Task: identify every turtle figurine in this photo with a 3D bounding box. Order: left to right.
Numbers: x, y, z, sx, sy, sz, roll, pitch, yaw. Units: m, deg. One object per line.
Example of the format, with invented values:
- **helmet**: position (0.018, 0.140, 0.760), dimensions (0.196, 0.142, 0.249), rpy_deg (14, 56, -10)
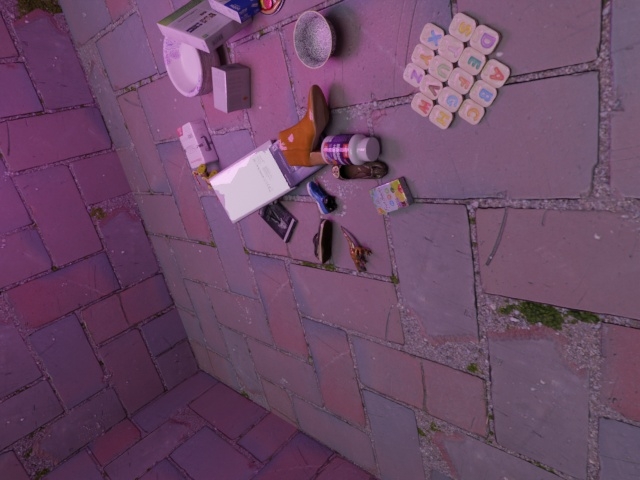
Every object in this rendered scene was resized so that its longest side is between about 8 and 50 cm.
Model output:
- **turtle figurine**: position (-0.567, -0.311, 2.118), dimensions (0.269, 0.087, 0.217), rpy_deg (42, 163, 3)

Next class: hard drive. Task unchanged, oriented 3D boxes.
- **hard drive**: position (-0.302, -0.256, 1.791), dimensions (0.353, 0.047, 0.233), rpy_deg (-27, 93, 20)

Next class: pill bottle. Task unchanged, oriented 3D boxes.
- **pill bottle**: position (0.106, -0.318, 1.408), dimensions (0.194, 0.108, 0.108), rpy_deg (11, 120, 43)

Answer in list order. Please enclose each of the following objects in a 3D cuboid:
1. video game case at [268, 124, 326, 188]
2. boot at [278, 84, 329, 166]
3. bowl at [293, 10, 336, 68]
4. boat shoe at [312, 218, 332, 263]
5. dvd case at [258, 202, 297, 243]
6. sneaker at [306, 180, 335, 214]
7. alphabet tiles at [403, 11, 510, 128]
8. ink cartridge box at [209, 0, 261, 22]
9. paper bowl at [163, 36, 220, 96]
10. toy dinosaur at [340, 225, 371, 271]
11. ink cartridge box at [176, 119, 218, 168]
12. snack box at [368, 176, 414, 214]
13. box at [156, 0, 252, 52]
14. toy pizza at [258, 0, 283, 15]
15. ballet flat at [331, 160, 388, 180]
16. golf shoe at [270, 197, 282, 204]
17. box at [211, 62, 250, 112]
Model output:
- **video game case**: position (-0.077, -0.352, 1.614), dimensions (0.274, 0.026, 0.196), rpy_deg (-27, 93, 42)
- **boot**: position (-0.074, -0.415, 1.497), dimensions (0.211, 0.104, 0.294), rpy_deg (8, 118, 34)
- **bowl**: position (-0.002, -0.664, 1.332), dimensions (0.170, 0.080, 0.170), rpy_deg (25, 129, 35)
- **boat shoe**: position (0.001, 0.000, 1.736), dimensions (0.073, 0.080, 0.223), rpy_deg (24, 134, 29)
- **dvd case**: position (-0.208, -0.112, 1.934), dimensions (0.221, 0.018, 0.164), rpy_deg (45, 137, 18)
- **sneaker**: position (0.009, -0.179, 1.632), dimensions (0.085, 0.058, 0.152), rpy_deg (-12, 108, 55)
- **alphabet tiles**: position (0.364, -0.462, 1.119), dimensions (0.278, 0.021, 0.284), rpy_deg (43, 137, 19)
- **ink cartridge box**: position (-0.323, -0.883, 1.501), dimensions (0.207, 0.097, 0.046), rpy_deg (40, 163, 30)
- **paper bowl**: position (-0.554, -0.791, 1.780), dimensions (0.284, 0.148, 0.284), rpy_deg (24, 128, 35)
- **toy dinosaur**: position (0.138, 0.041, 1.630), dimensions (0.112, 0.064, 0.211), rpy_deg (-8, 107, 50)
- **ink cartridge box**: position (-0.639, -0.497, 2.093), dimensions (0.159, 0.092, 0.217), rpy_deg (-2, 110, 47)
- **snack box**: position (0.247, -0.155, 1.415), dimensions (0.141, 0.037, 0.100), rpy_deg (-16, 100, 50)
- **box**: position (-0.456, -0.854, 1.576), dimensions (0.322, 0.232, 0.058), rpy_deg (33, 159, 28)
- **toy pizza**: position (-0.200, -0.909, 1.427), dimensions (0.201, 0.032, 0.201), rpy_deg (25, 129, 35)
- **ballet flat**: position (0.129, -0.253, 1.463), dimensions (0.250, 0.058, 0.084), rpy_deg (11, 120, 42)
- **golf shoe**: position (-0.242, -0.252, 1.832), dimensions (0.068, 0.086, 0.186), rpy_deg (-15, 100, 52)
- **box**: position (-0.374, -0.642, 1.696), dimensions (0.091, 0.130, 0.170), rpy_deg (31, 132, 29)
